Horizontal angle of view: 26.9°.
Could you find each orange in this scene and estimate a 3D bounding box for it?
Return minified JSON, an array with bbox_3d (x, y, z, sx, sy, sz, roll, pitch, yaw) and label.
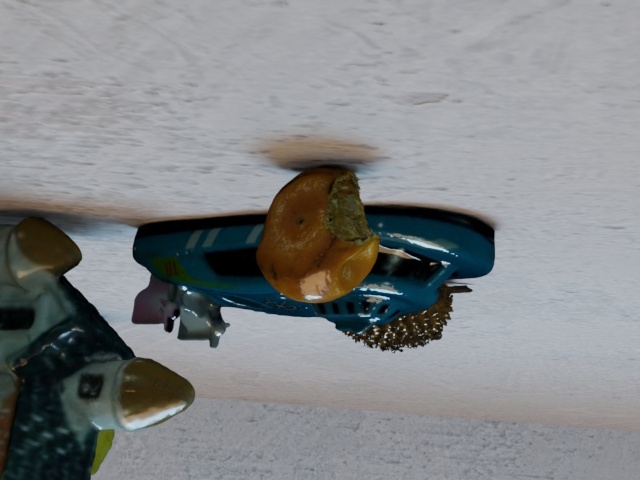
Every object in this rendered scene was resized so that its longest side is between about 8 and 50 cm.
[{"bbox_3d":[0.000,0.000,0.823,0.086,0.086,0.062,-3,150,36],"label":"orange"}]

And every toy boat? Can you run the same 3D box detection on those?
[{"bbox_3d":[-0.008,0.034,1.017,0.298,0.092,0.134,-3,164,37],"label":"toy boat"}]

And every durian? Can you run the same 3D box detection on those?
[{"bbox_3d":[0.068,0.067,1.209,0.140,0.071,0.110,0,170,0],"label":"durian"}]

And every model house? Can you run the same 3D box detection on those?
[{"bbox_3d":[-0.241,0.104,1.052,0.291,0.253,0.184,-3,150,16],"label":"model house"}]

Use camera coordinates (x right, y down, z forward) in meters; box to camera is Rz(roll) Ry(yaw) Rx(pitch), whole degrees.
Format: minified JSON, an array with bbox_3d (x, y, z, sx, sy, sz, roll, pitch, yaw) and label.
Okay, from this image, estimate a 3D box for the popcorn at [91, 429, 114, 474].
[{"bbox_3d":[-0.398,0.198,1.648,0.282,0.247,0.282,1,156,1],"label":"popcorn"}]
